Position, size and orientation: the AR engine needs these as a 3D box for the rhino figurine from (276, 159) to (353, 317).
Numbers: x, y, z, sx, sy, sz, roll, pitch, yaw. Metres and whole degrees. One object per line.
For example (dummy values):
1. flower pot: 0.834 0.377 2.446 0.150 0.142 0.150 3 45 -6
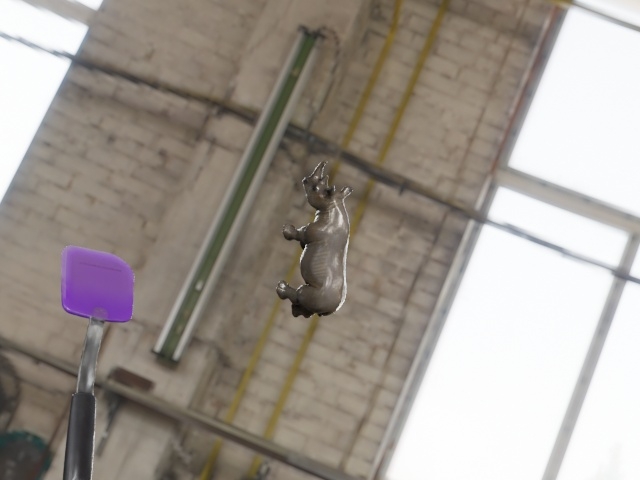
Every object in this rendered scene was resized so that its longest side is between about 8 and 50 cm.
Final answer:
1. rhino figurine: 0.000 0.000 1.982 0.106 0.243 0.073 5 -1 42

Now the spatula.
1. spatula: -0.249 0.142 1.411 0.084 0.296 0.030 11 -25 -21
